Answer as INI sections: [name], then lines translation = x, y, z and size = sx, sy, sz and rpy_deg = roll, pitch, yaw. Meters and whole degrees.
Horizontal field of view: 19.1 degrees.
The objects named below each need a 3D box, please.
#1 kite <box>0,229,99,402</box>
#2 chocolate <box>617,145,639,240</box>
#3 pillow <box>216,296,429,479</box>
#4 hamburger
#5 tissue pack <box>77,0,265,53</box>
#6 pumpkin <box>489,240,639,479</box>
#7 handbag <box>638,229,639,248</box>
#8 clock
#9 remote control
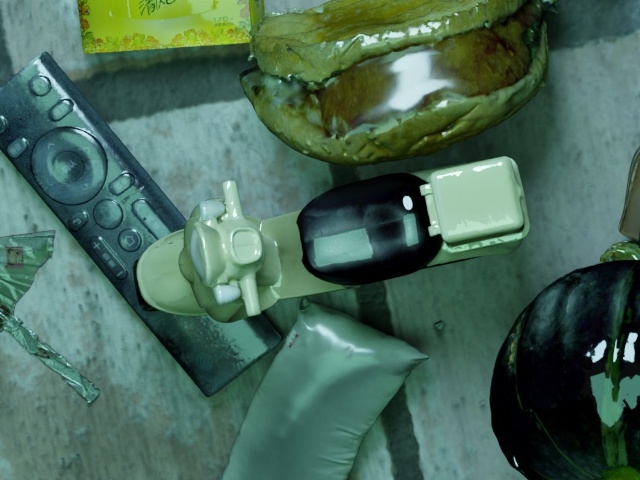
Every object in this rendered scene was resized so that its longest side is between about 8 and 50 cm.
[kite]
translation = -0.330, 0.084, 1.991
size = 0.250, 0.012, 0.229
rpy_deg = 36, 109, 0
[chocolate]
translation = 0.321, -0.048, 1.807
size = 0.065, 0.031, 0.100
rpy_deg = 9, 106, -2
[pillow]
translation = -0.005, 0.189, 1.911
size = 0.144, 0.078, 0.254
rpy_deg = 25, 109, 0
[hamburger]
translation = 0.076, -0.157, 1.727
size = 0.309, 0.211, 0.132
rpy_deg = -14, 116, 4
[tissue pack]
translation = -0.146, -0.236, 1.845
size = 0.176, 0.062, 0.095
rpy_deg = -2, 103, 12
[pumpkin]
translation = 0.308, 0.125, 1.757
size = 0.296, 0.296, 0.295
rpy_deg = 3, 104, 11
[handbag]
translation = 0.449, -0.082, 1.636
size = 0.275, 0.178, 0.301
rpy_deg = 21, 69, 7
[clock]
translation = 0.000, 0.000, 1.751
size = 0.379, 0.276, 0.120
rpy_deg = -14, 84, 3
[remote control]
translation = -0.195, -0.014, 1.921
size = 0.107, 0.044, 0.377
rpy_deg = -38, 94, 13
